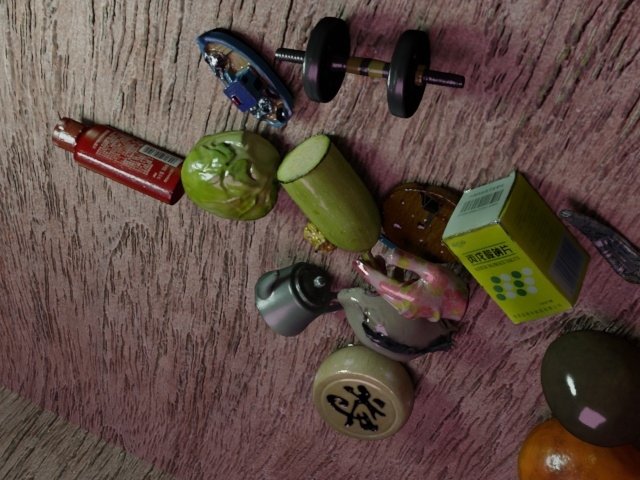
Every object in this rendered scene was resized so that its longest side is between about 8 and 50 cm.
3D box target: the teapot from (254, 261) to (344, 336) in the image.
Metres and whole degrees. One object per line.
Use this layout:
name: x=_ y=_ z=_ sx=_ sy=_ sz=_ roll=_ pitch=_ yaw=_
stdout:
teapot: x=-0.035 y=0.119 z=1.983 sx=0.239 sy=0.162 sz=0.149 roll=24 pitch=138 yaw=-35

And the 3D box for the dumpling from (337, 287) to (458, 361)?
dumpling: x=0.156 y=0.197 z=1.925 sx=0.293 sy=0.163 sz=0.204 roll=26 pitch=140 yaw=-15

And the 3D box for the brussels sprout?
brussels sprout: x=-0.178 y=-0.123 z=1.765 sx=0.223 sy=0.161 sz=0.223 roll=25 pitch=147 yaw=17

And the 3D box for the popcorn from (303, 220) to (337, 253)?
popcorn: x=0.000 y=0.000 z=1.861 sx=0.084 sy=0.084 sz=0.084 roll=18 pitch=142 yaw=15

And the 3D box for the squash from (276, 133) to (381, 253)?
squash: x=0.034 y=-0.076 z=1.711 sx=0.132 sy=0.132 sz=0.247 roll=-12 pitch=128 yaw=41

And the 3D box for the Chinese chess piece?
Chinese chess piece: x=0.106 y=0.381 z=2.172 sx=0.257 sy=0.104 sz=0.257 roll=10 pitch=126 yaw=14

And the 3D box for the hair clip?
hair clip: x=0.511 y=0.005 z=1.564 sx=0.229 sy=0.036 sz=0.066 roll=36 pitch=148 yaw=-19

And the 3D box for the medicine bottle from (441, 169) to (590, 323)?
medicine bottle: x=0.361 y=0.016 z=1.595 sx=0.250 sy=0.141 sz=0.137 roll=46 pitch=144 yaw=-21

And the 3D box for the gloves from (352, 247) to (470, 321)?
gloves: x=0.178 y=0.094 z=1.782 sx=0.241 sy=0.126 sz=0.145 roll=11 pitch=170 yaw=-6

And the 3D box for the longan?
longan: x=0.560 y=0.295 z=1.730 sx=0.215 sy=0.246 sz=0.246 roll=-24 pitch=119 yaw=31

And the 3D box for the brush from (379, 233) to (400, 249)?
brush: x=0.186 y=0.035 z=1.832 sx=0.164 sy=0.014 sz=0.051 roll=35 pitch=147 yaw=-7

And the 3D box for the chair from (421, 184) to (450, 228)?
chair: x=0.204 y=-0.063 z=1.628 sx=0.042 sy=0.037 sz=0.086 roll=24 pitch=138 yaw=-11

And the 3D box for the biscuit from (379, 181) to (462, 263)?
biscuit: x=0.214 y=-0.033 z=1.717 sx=0.212 sy=0.036 sz=0.212 roll=19 pitch=142 yaw=15

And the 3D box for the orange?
orange: x=0.587 y=0.527 z=1.969 sx=0.283 sy=0.226 sz=0.284 roll=20 pitch=149 yaw=13

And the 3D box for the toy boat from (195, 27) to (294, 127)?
toy boat: x=-0.144 y=-0.293 z=1.601 sx=0.223 sy=0.097 sz=0.100 roll=44 pitch=138 yaw=-20

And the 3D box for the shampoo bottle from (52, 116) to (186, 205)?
shampoo bottle: x=-0.432 y=-0.179 z=1.903 sx=0.314 sy=0.118 sz=0.076 roll=23 pitch=147 yaw=8

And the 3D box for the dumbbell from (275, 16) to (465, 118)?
dumbbell: x=0.077 y=-0.283 z=1.428 sx=0.325 sy=0.143 sz=0.143 roll=14 pitch=140 yaw=19
